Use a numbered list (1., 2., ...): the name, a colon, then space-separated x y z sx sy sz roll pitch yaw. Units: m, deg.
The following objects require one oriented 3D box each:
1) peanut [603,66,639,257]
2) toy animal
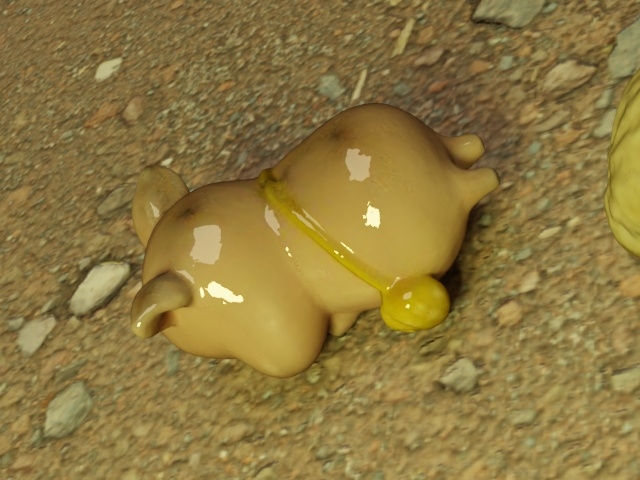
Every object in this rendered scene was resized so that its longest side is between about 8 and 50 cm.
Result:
1. peanut: 0.264 -0.089 0.909 0.257 0.123 0.123 -41 36 -3
2. toy animal: 0.000 0.000 1.029 0.248 0.149 0.165 -22 23 4
